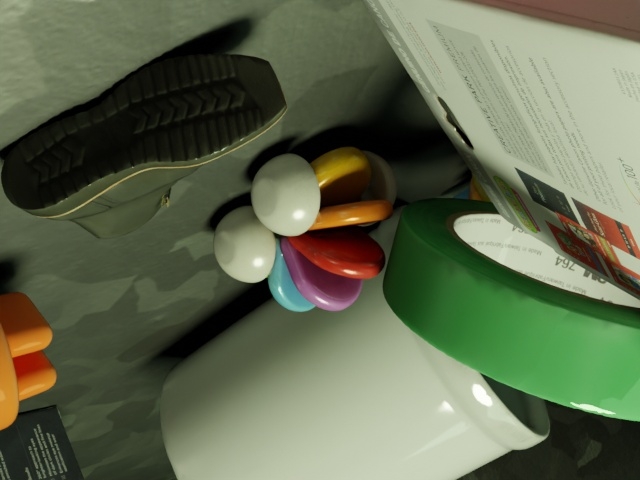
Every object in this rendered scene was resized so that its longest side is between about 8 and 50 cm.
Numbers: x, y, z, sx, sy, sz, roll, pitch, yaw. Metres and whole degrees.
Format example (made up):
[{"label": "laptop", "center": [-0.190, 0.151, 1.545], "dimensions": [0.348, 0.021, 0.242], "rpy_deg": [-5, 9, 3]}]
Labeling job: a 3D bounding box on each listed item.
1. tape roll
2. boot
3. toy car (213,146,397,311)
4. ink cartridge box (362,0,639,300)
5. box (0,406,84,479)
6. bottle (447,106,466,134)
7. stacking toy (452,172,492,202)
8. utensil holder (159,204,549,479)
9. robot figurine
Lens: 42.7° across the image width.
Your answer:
[{"label": "tape roll", "center": [0.219, 0.048, 0.743], "dimensions": [0.321, 0.321, 0.077], "rpy_deg": [-6, 117, -48]}, {"label": "boot", "center": [-0.113, -0.062, 0.605], "dimensions": [0.198, 0.077, 0.137], "rpy_deg": [-17, 165, 5]}, {"label": "toy car", "center": [0.000, 0.000, 0.794], "dimensions": [0.159, 0.136, 0.182], "rpy_deg": [-10, 152, -44]}, {"label": "ink cartridge box", "center": [0.199, -0.094, 0.566], "dimensions": [0.130, 0.272, 0.309], "rpy_deg": [-46, 130, -6]}, {"label": "box", "center": [-0.376, 0.301, 0.977], "dimensions": [0.093, 0.156, 0.158], "rpy_deg": [-41, 157, 32]}, {"label": "bottle", "center": [0.223, -0.188, 0.676], "dimensions": [0.283, 0.118, 0.092], "rpy_deg": [-43, -174, 34]}, {"label": "stacking toy", "center": [0.233, -0.096, 0.912], "dimensions": [0.175, 0.166, 0.302], "rpy_deg": [-31, 146, -4]}, {"label": "utensil holder", "center": [0.036, 0.189, 1.045], "dimensions": [0.385, 0.327, 0.327], "rpy_deg": [-33, 160, 17]}, {"label": "robot figurine", "center": [-0.321, 0.108, 0.629], "dimensions": [0.219, 0.128, 0.158], "rpy_deg": [-15, 163, -34]}]
